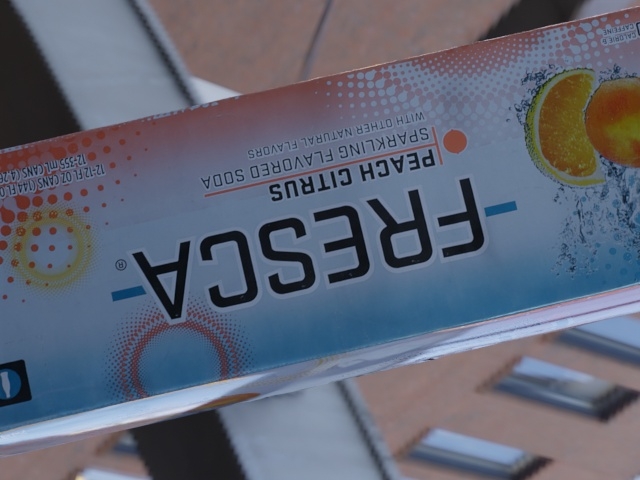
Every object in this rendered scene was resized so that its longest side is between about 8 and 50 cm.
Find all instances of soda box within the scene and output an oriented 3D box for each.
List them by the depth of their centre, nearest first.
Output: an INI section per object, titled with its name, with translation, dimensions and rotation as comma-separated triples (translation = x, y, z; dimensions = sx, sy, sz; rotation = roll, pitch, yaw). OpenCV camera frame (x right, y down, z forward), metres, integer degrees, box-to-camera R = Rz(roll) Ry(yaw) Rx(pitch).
[soda box]
translation = 0.000, 0.000, 0.399
dimensions = 0.058, 0.183, 0.063
rotation = 79, -1, -80
